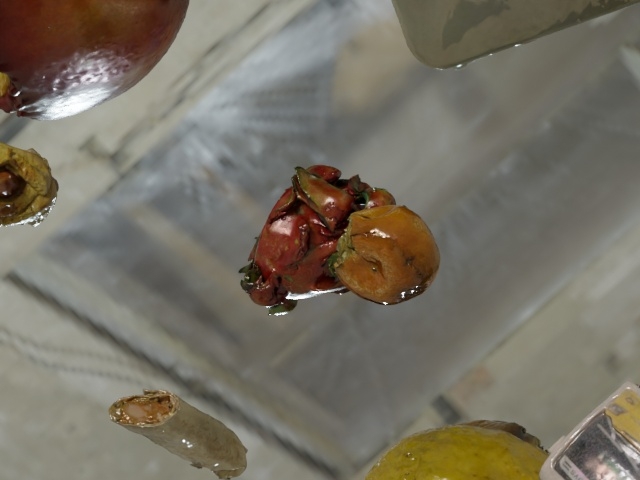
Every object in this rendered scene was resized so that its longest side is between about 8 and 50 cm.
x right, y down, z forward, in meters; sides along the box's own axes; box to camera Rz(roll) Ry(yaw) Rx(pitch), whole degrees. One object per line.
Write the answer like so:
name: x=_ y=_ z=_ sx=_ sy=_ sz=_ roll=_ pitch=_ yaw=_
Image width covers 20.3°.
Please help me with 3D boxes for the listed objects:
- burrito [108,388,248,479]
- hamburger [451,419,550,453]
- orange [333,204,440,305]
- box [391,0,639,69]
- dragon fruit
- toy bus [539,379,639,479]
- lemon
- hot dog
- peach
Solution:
burrito: x=-0.174 y=0.252 z=2.342 sx=0.226 sy=0.087 sz=0.060 roll=39 pitch=-136 yaw=-47
hamburger: x=0.188 y=0.293 z=2.250 sx=0.206 sy=0.183 sz=0.130 roll=10 pitch=131 yaw=49
orange: x=0.054 y=0.009 z=1.353 sx=0.086 sy=0.062 sz=0.086 roll=23 pitch=138 yaw=22
box: x=0.229 y=-0.419 z=2.114 sx=0.090 sy=0.367 sz=0.373 roll=-53 pitch=-56 yaw=-71
dragon fruit: x=0.000 y=0.000 z=1.593 sx=0.175 sy=0.138 sz=0.142 roll=1 pitch=139 yaw=39
toy bus: x=0.269 y=0.243 z=1.553 sx=0.097 sy=0.138 sz=0.342 roll=47 pitch=171 yaw=29
lemon: x=0.153 y=0.326 z=1.838 sx=0.268 sy=0.268 sz=0.322 roll=51 pitch=169 yaw=26
hot dog: x=-0.275 y=-0.050 z=1.645 sx=0.061 sy=0.078 sz=0.169 roll=12 pitch=-174 yaw=14
peach: x=-0.299 y=-0.313 z=2.016 sx=0.335 sy=0.310 sz=0.406 roll=68 pitch=162 yaw=4
